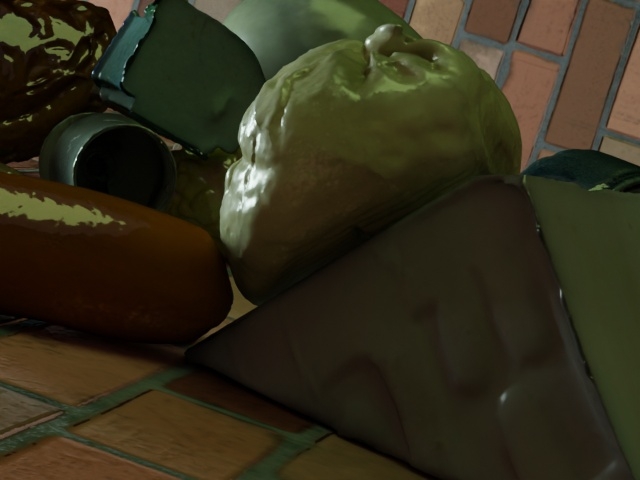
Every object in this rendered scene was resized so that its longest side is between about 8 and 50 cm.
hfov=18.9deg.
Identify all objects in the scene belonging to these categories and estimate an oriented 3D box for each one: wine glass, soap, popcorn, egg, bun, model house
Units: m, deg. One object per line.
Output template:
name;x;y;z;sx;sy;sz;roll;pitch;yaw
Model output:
wine glass;-0.188;-0.061;1.694;0.103;0.103;0.231;16;2;-14
soap;0.092;0.121;1.204;0.302;0.257;0.159;-31;-23;30
popcorn;-0.089;-0.039;1.849;0.145;0.126;0.125;32;29;-11
egg;0.026;-0.122;2.074;0.352;0.258;0.258;49;-3;-16
bun;0.028;-0.052;1.283;0.229;0.229;0.145;9;53;-55
model house;-0.147;-0.153;1.795;0.148;0.119;0.149;30;-9;-32

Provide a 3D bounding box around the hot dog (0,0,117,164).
hot dog;-0.392;-0.166;1.888;0.387;0.174;0.267;4;8;-17

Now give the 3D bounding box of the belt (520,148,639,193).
belt;0.218;0.029;1.606;0.116;0.206;0.267;21;2;31

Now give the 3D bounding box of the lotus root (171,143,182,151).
lotus root;-0.108;-0.080;2.202;0.122;0.112;0.081;16;23;-37

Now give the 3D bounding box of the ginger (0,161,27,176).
ginger;-0.259;-0.039;1.618;0.173;0.051;0.069;22;-4;31

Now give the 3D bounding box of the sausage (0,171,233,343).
sausage;-0.166;0.010;1.224;0.238;0.098;0.098;13;7;-25
